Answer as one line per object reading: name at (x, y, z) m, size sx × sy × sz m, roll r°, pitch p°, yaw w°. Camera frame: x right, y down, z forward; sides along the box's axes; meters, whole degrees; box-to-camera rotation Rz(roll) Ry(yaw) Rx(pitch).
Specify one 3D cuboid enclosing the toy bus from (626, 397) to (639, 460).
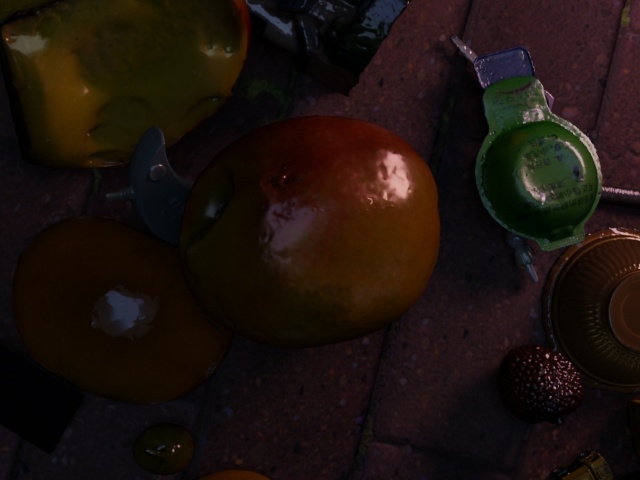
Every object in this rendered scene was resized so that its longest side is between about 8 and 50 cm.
toy bus at (0.658, 0.272, 1.292) m, size 0.336 × 0.123 × 0.121 m, roll -11°, pitch 87°, yaw -7°

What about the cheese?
cheese at (0.323, -0.142, 1.275) m, size 0.204 × 0.083 × 0.320 m, roll -16°, pitch 83°, yaw -9°

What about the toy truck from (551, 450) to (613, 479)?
toy truck at (0.413, 0.367, 1.296) m, size 0.083 × 0.054 × 0.049 m, roll -28°, pitch 90°, yaw -7°

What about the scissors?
scissors at (0.279, -0.249, 1.326) m, size 0.110 × 0.021 × 0.212 m, roll -44°, pitch 93°, yaw -3°

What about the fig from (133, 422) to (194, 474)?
fig at (-0.225, 0.307, 1.209) m, size 0.084 × 0.098 × 0.082 m, roll 36°, pitch 83°, yaw -15°

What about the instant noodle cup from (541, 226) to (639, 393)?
instant noodle cup at (0.490, 0.110, 1.298) m, size 0.274 × 0.091 × 0.274 m, roll 0°, pitch 87°, yaw -5°

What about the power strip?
power strip at (-0.185, -0.070, 1.187) m, size 0.253 × 0.054 × 0.167 m, roll 6°, pitch 115°, yaw -43°

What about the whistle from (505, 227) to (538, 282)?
whistle at (0.320, 0.020, 1.311) m, size 0.035 × 0.035 × 0.100 m, roll -25°, pitch 91°, yaw -7°

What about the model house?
model house at (0.011, -0.408, 1.198) m, size 0.284 × 0.243 × 0.298 m, roll 31°, pitch 84°, yaw -1°

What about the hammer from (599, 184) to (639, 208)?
hammer at (0.412, -0.080, 1.331) m, size 0.297 × 0.027 × 0.125 m, roll 6°, pitch 86°, yaw -6°

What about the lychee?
lychee at (0.330, 0.220, 1.261) m, size 0.123 × 0.123 × 0.129 m, roll -43°, pitch 87°, yaw -6°

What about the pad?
pad at (-0.448, 0.220, 1.207) m, size 0.190 × 0.004 × 0.127 m, roll 33°, pitch 112°, yaw -4°

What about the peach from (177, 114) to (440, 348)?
peach at (-0.002, -0.001, 1.131) m, size 0.373 × 0.290 × 0.372 m, roll -14°, pitch 116°, yaw -30°

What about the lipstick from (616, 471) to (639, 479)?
lipstick at (0.417, 0.424, 1.297) m, size 0.312 × 0.051 × 0.051 m, roll -18°, pitch 92°, yaw -5°

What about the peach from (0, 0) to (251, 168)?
peach at (-0.289, -0.275, 1.142) m, size 0.380 × 0.306 × 0.242 m, roll -28°, pitch 47°, yaw 5°

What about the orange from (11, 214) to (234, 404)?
orange at (-0.285, 0.105, 1.217) m, size 0.310 × 0.274 × 0.274 m, roll 33°, pitch 84°, yaw -35°

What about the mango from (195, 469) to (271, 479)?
mango at (-0.135, 0.395, 1.219) m, size 0.178 × 0.090 × 0.115 m, roll -13°, pitch 99°, yaw -10°
